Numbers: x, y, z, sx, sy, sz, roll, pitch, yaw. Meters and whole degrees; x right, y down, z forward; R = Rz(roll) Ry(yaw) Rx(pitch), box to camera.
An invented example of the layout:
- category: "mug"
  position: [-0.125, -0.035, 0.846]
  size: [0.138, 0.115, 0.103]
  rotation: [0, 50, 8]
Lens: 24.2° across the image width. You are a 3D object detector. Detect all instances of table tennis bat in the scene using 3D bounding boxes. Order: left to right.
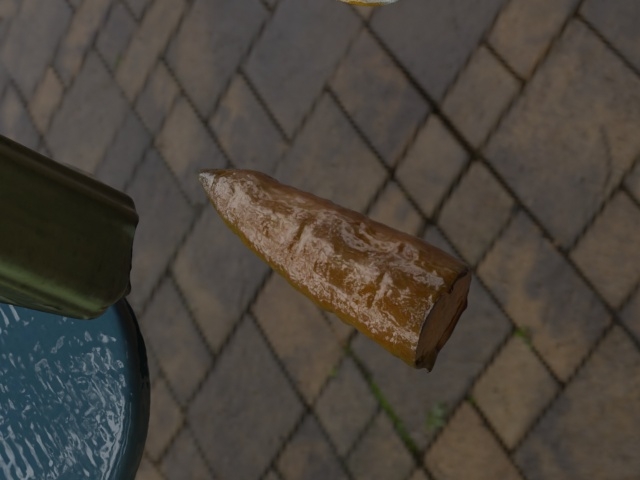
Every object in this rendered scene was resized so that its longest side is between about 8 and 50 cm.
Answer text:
- category: "table tennis bat"
  position: [-0.235, 0.114, 0.756]
  size: [0.329, 0.044, 0.215]
  rotation: [-31, 76, 8]

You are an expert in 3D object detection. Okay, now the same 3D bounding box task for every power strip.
- category: "power strip"
  position: [-0.184, -0.040, 0.521]
  size: [0.092, 0.387, 0.066]
  rotation: [11, 79, 34]

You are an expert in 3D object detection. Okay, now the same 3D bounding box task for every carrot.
- category: "carrot"
  position: [0.000, 0.000, 0.917]
  size: [0.205, 0.072, 0.072]
  rotation: [32, 105, 27]

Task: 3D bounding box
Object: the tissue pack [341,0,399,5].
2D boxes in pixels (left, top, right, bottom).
- category: "tissue pack"
  position: [0.038, -0.194, 0.520]
  size: [0.124, 0.225, 0.185]
  rotation: [29, 112, 6]
